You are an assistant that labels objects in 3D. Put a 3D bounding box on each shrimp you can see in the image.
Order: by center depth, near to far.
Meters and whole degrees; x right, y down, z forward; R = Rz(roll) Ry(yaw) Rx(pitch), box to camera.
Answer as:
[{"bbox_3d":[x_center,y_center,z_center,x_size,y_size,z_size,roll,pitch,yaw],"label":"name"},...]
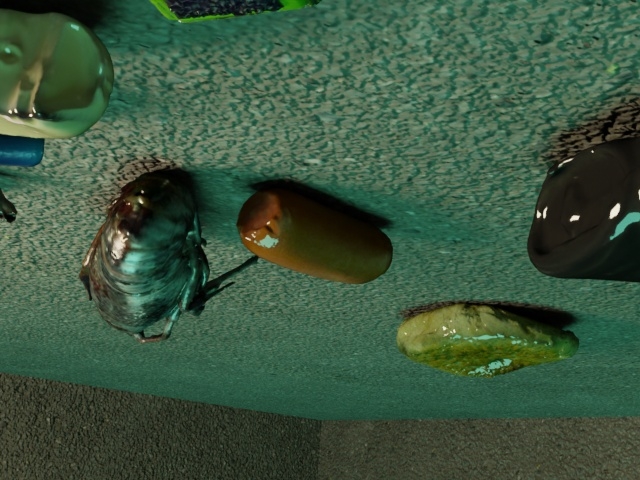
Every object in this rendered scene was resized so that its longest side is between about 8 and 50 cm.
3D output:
[{"bbox_3d":[-0.166,0.040,1.059,0.172,0.137,0.372,22,163,0],"label":"shrimp"}]

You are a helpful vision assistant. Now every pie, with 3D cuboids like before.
[{"bbox_3d":[0.253,0.149,1.503,0.277,0.078,0.277,1,161,0],"label":"pie"}]

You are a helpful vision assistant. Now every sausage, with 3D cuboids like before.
[{"bbox_3d":[0.000,0.000,1.003,0.076,0.076,0.198,-8,162,40],"label":"sausage"}]

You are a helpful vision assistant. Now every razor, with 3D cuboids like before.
[{"bbox_3d":[0.345,-0.008,0.779,0.349,0.113,0.204,11,163,-14],"label":"razor"}]

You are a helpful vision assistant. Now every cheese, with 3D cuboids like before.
[{"bbox_3d":[-0.242,-0.111,0.658,0.163,0.070,0.249,13,175,-30],"label":"cheese"}]

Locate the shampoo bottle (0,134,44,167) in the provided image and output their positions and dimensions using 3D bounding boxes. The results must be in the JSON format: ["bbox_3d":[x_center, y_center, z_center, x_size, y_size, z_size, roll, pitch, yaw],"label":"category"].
[{"bbox_3d":[-0.308,-0.085,0.747,0.183,0.050,0.087,1,-162,-28],"label":"shampoo bottle"}]

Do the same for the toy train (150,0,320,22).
[{"bbox_3d":[0.003,-0.145,0.434,0.202,0.081,0.060,-2,163,23],"label":"toy train"}]

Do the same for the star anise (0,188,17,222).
[{"bbox_3d":[-0.416,-0.060,0.944,0.172,0.063,0.208,2,169,26],"label":"star anise"}]
